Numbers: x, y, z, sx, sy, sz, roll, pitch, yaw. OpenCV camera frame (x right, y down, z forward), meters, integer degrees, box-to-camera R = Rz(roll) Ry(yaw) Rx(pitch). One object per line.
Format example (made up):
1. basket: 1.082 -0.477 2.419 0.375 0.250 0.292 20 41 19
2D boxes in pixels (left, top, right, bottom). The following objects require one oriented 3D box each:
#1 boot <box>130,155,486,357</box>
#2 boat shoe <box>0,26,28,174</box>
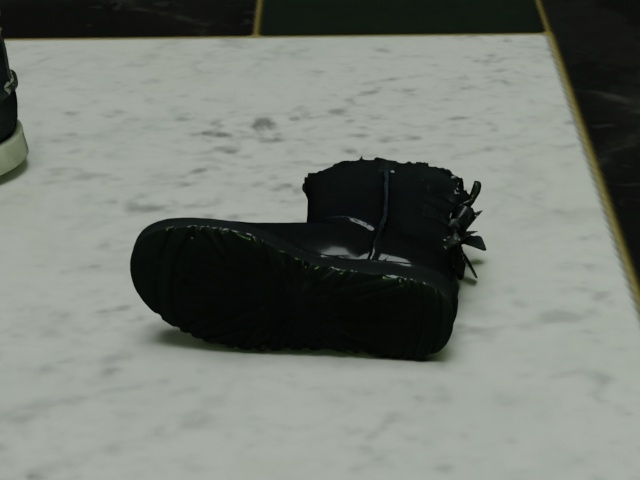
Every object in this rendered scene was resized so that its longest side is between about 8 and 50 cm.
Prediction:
1. boot: 0.000 -0.001 0.680 0.121 0.045 0.099 9 27 3
2. boat shoe: -0.231 -0.047 0.754 0.233 0.079 0.084 -17 30 -28
